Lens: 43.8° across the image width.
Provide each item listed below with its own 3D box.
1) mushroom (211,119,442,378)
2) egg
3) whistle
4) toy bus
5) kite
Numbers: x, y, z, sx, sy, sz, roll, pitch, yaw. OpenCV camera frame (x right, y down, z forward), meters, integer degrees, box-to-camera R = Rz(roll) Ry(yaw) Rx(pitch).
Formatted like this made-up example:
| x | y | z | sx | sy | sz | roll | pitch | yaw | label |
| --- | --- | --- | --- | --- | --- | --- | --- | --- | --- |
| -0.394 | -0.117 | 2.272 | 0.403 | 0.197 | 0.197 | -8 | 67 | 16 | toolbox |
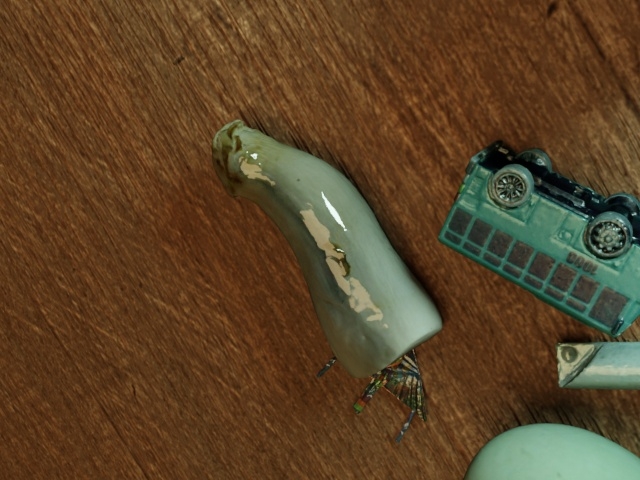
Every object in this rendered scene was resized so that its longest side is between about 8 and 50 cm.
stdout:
| x | y | z | sx | sy | sz | roll | pitch | yaw | label |
| --- | --- | --- | --- | --- | --- | --- | --- | --- | --- |
| -0.001 | -0.001 | 1.083 | 0.177 | 0.126 | 0.397 | -27 | 97 | 35 | mushroom |
| 0.331 | 0.399 | 0.966 | 0.389 | 0.276 | 0.276 | 48 | 121 | 1 | egg |
| 0.442 | 0.151 | 0.953 | 0.312 | 0.062 | 0.062 | -3 | 105 | 27 | whistle |
| 0.283 | -0.002 | 0.942 | 0.256 | 0.128 | 0.147 | 31 | 120 | 16 | toy bus |
| 0.090 | 0.197 | 1.170 | 0.183 | 0.010 | 0.160 | 37 | 115 | 14 | kite |
